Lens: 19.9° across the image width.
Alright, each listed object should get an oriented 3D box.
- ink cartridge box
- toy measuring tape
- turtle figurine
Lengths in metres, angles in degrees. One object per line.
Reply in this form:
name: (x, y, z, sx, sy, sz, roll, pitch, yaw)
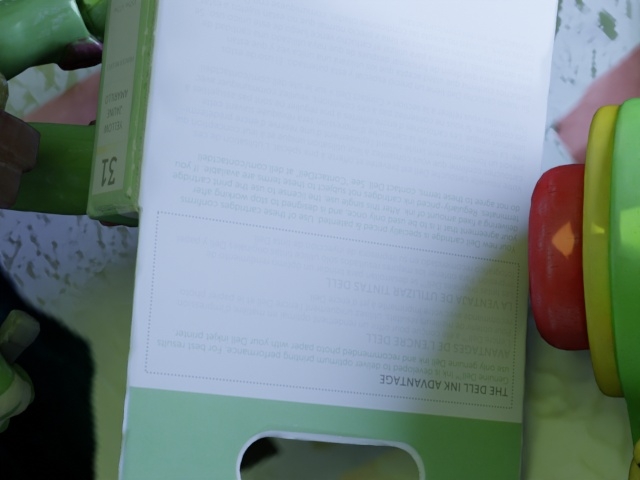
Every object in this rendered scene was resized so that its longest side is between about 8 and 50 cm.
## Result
ink cartridge box: (0.000, 0.000, 0.673, 0.056, 0.171, 0.235, -3, 81, 61)
toy measuring tape: (0.138, -0.053, 0.680, 0.121, 0.121, 0.330, -1, 66, 15)
turtle figurine: (-0.152, -0.025, 0.755, 0.266, 0.275, 0.198, -15, 38, -14)
